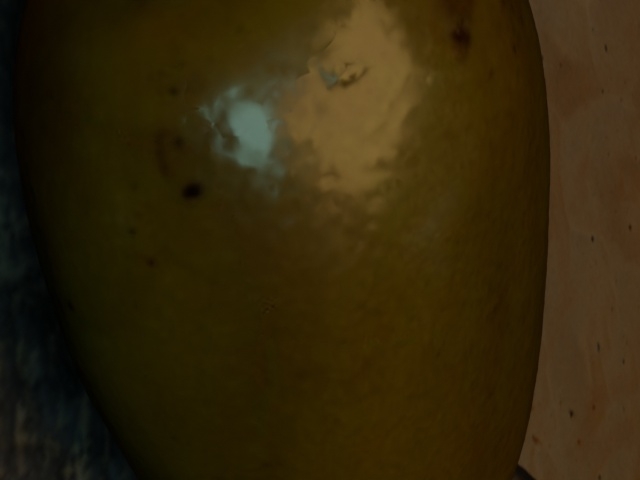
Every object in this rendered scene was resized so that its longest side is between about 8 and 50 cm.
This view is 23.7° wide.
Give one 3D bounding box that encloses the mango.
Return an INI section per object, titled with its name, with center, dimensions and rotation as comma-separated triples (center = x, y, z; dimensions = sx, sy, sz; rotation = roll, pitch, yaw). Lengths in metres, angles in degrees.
[mango]
center = 0.000, 0.000, 0.777
dimensions = 0.300, 0.232, 0.446
rotation = -55, 140, -43
